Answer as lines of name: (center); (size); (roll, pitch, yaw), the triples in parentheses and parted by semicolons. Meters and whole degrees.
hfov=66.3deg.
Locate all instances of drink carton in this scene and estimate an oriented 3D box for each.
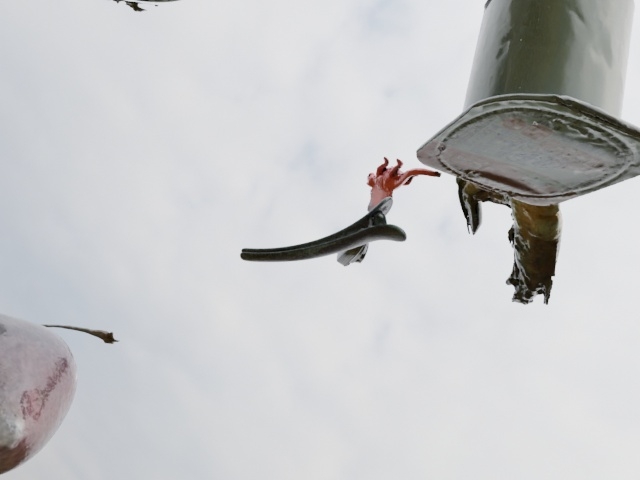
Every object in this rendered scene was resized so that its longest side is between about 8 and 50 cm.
drink carton: (0.237, -0.161, 0.511); (0.186, 0.189, 0.191); (22, -15, -9)

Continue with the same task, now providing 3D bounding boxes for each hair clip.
hair clip: (0.000, 0.000, 0.814); (0.048, 0.276, 0.083); (76, -2, -63)

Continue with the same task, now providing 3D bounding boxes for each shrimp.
shrimp: (0.360, -0.025, 0.951); (0.233, 0.071, 0.364); (37, -27, 46)

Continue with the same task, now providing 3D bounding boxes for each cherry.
cherry: (-0.229, 0.119, 0.388); (0.148, 0.188, 0.115); (-8, -111, 41)

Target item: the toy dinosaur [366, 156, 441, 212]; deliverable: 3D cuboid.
toy dinosaur: (0.165, -0.117, 1.145); (0.070, 0.138, 0.286); (31, 1, -23)

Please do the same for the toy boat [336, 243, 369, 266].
toy boat: (0.072, 0.011, 0.996); (0.060, 0.055, 0.141); (23, -22, -6)

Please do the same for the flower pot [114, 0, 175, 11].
flower pot: (-0.270, -0.504, 0.657); (0.291, 0.290, 0.258); (4, -95, 36)
